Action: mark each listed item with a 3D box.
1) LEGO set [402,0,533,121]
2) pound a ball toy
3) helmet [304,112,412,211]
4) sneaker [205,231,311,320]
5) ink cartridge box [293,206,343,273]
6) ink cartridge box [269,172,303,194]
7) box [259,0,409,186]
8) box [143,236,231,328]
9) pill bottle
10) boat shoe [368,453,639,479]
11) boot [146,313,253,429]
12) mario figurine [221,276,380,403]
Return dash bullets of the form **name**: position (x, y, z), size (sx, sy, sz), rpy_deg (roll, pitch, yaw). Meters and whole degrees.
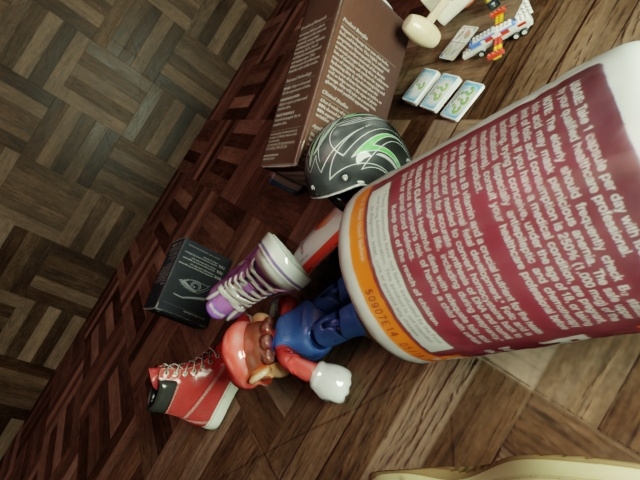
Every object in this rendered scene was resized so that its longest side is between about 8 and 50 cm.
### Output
- **LEGO set**: position (0.265, -0.350, 0.779), size (0.244, 0.060, 0.182), rpy_deg (-51, 35, 10)
- **pound a ball toy**: position (0.302, -0.518, 0.801), size (0.319, 0.135, 0.208), rpy_deg (-37, 41, 35)
- **helmet**: position (0.057, -0.122, 0.688), size (0.169, 0.161, 0.170), rpy_deg (-38, 34, 32)
- **sneaker**: position (-0.111, 0.079, 0.692), size (0.161, 0.102, 0.282), rpy_deg (-41, 4, -13)
- **ink cartridge box**: position (0.000, 0.000, 0.790), size (0.145, 0.045, 0.179), rpy_deg (-45, 3, 22)
- **ink cartridge box**: position (-0.048, -0.204, 1.018), size (0.140, 0.082, 0.190), rpy_deg (-66, 13, -12)
- **box**: position (0.033, -0.293, 0.856), size (0.143, 0.191, 0.382), rpy_deg (12, 83, 51)
- **box**: position (-0.364, 0.120, 1.170), size (0.108, 0.153, 0.207), rpy_deg (-13, 52, 50)
- **pill bottle**: position (0.224, -0.024, 0.387), size (0.392, 0.224, 0.224), rpy_deg (-26, 44, 43)
- **boat shoe**: position (0.172, 0.242, 0.343), size (0.341, 0.121, 0.110), rpy_deg (-39, 39, 46)
- **boot**: position (-0.240, 0.244, 0.863), size (0.088, 0.176, 0.245), rpy_deg (5, 66, 58)
- **mario figurine**: position (-0.020, 0.166, 0.710), size (0.320, 0.170, 0.198), rpy_deg (-28, 3, 25)
